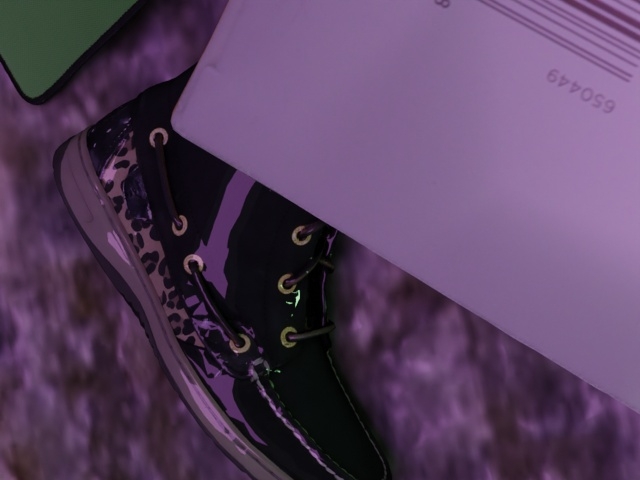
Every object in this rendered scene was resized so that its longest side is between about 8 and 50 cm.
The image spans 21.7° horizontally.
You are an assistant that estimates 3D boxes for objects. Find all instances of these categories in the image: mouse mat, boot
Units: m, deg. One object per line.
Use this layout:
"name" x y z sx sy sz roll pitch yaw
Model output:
"mouse mat" -0.136 -0.170 0.827 0.190 0.007 0.152 -34 84 45
"boot" -0.001 -0.001 0.786 0.179 0.085 0.236 -39 81 21

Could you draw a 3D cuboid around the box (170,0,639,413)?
"box" 0.134 -0.102 0.568 0.168 0.345 0.215 32 108 17
